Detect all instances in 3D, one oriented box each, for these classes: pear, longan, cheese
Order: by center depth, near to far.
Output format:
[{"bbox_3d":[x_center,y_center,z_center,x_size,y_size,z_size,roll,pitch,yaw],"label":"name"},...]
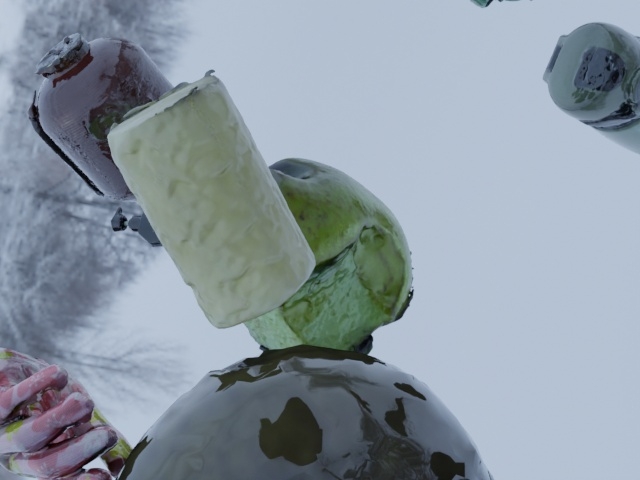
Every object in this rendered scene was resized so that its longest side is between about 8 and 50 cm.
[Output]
[{"bbox_3d":[-0.078,-0.029,0.717,0.167,0.094,0.123,63,4,-15],"label":"cheese"},{"bbox_3d":[-0.006,0.289,0.888,0.391,0.391,0.390,-167,-90,-74],"label":"longan"},{"bbox_3d":[0.000,0.000,1.190,0.164,0.255,0.238,25,-120,40],"label":"pear"}]

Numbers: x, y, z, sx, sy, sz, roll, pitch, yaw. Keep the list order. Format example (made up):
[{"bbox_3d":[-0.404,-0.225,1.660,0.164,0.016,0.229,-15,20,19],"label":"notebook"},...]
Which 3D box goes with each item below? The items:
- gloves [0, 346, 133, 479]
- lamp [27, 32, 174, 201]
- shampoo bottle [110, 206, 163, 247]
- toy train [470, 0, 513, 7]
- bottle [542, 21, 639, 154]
[{"bbox_3d":[-0.283,0.198,1.018,0.241,0.126,0.145,42,-19,51],"label":"gloves"},{"bbox_3d":[-0.265,-0.151,1.286,0.180,0.258,0.180,-27,-149,18],"label":"lamp"},{"bbox_3d":[-0.146,-0.015,0.982,0.027,0.137,0.048,61,36,-57],"label":"shampoo bottle"},{"bbox_3d":[0.180,-0.312,0.889,0.200,0.132,0.083,-51,163,1],"label":"toy train"},{"bbox_3d":[0.459,-0.216,1.425,0.169,0.347,0.168,-8,-101,43],"label":"bottle"}]
